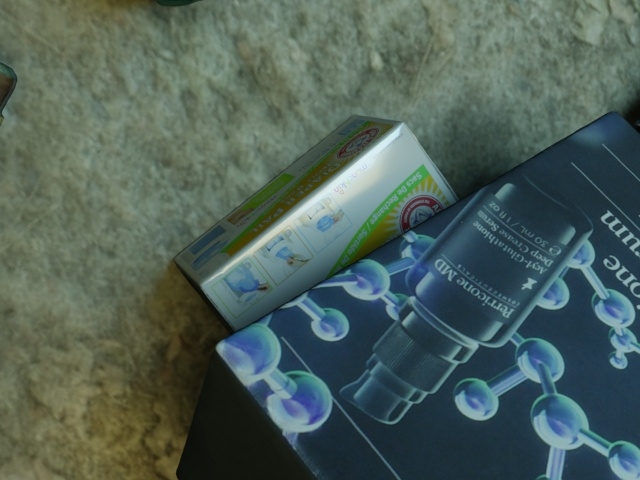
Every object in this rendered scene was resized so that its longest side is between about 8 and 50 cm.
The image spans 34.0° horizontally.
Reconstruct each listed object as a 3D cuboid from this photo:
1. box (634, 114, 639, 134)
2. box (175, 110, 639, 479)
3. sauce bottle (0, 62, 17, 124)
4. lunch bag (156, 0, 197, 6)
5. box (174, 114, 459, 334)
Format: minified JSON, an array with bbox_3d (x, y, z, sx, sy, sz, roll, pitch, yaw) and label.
[{"bbox_3d":[0.628,-0.113,0.909,0.480,0.297,0.471,41,84,-26],"label":"box"},{"bbox_3d":[0.148,0.137,0.742,0.395,0.212,0.293,-30,68,-30],"label":"box"},{"bbox_3d":[-0.335,0.009,0.741,0.111,0.111,0.344,26,93,-20],"label":"sauce bottle"},{"bbox_3d":[-0.005,-0.267,0.734,0.279,0.224,0.107,-31,108,-9],"label":"lunch bag"},{"bbox_3d":[0.000,0.000,0.843,0.203,0.114,0.103,-39,109,-9],"label":"box"}]
